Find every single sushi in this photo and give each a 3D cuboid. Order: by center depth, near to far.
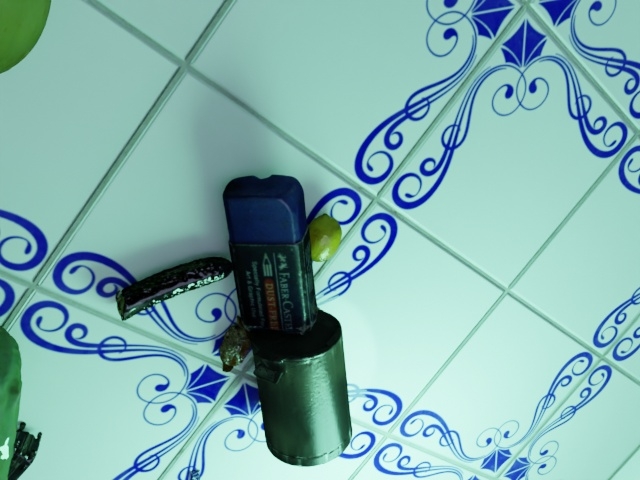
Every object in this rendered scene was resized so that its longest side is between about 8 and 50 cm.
[{"bbox_3d":[-0.186,0.223,1.456,0.055,0.052,0.120,14,113,-45],"label":"sushi"}]

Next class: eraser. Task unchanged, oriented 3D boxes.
[{"bbox_3d":[-0.093,0.037,1.337,0.155,0.101,0.332,1,121,10],"label":"eraser"}]

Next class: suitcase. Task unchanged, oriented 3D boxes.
[{"bbox_3d":[-0.625,0.443,1.359,0.059,0.086,0.126,40,96,-19],"label":"suitcase"}]

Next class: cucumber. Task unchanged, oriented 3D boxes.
[{"bbox_3d":[-0.288,0.082,1.330,0.245,0.067,0.067,-25,123,-13],"label":"cucumber"}]

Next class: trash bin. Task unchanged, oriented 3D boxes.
[{"bbox_3d":[-0.039,0.313,1.477,0.252,0.203,0.301,-44,136,-48],"label":"trash bin"}]

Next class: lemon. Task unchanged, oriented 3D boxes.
[{"bbox_3d":[0.000,0.000,1.397,0.082,0.082,0.110,20,105,-31],"label":"lemon"}]

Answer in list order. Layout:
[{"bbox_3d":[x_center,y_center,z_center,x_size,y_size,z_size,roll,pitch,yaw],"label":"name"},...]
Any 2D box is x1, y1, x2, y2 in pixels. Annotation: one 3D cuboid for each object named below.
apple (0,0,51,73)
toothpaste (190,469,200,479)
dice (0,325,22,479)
[{"bbox_3d":[-0.554,-0.361,0.757,0.474,0.473,0.473,-10,120,-19],"label":"apple"},{"bbox_3d":[-0.301,0.589,1.622,0.024,0.015,0.083,-11,115,-28],"label":"toothpaste"},{"bbox_3d":[-0.689,0.310,1.112,0.330,0.318,0.322,14,109,-26],"label":"dice"}]
